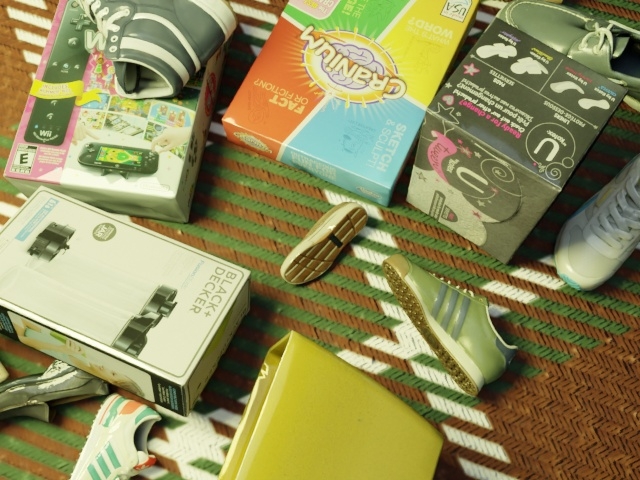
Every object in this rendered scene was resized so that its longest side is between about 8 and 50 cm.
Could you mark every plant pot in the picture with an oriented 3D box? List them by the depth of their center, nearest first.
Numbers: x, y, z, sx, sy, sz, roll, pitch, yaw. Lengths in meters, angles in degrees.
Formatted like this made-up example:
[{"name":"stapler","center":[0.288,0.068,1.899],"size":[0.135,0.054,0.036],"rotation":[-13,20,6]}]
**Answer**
[{"name":"plant pot","center":[0.004,0.238,0.728],"size":[0.187,0.212,0.212],"rotation":[23,73,-4]}]

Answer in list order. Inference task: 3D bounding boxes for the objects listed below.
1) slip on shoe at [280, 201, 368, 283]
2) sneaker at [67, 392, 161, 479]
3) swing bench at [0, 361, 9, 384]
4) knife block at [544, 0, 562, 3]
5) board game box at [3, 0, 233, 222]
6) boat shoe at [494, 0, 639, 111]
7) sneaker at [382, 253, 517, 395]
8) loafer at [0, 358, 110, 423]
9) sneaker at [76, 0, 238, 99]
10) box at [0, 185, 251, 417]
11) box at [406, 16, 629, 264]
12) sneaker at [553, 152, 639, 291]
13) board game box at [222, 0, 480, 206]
[{"name":"slip on shoe","center":[0.000,0.000,0.886],"size":[0.135,0.051,0.041],"rotation":[-46,36,-5]},{"name":"sneaker","center":[-0.233,0.260,0.794],"size":[0.075,0.057,0.161],"rotation":[12,69,11]},{"name":"swing bench","center":[-0.546,0.117,0.776],"size":[0.253,0.165,0.254],"rotation":[-38,66,-11]},{"name":"knife block","center":[0.186,-0.415,0.996],"size":[0.276,0.242,0.088],"rotation":[39,49,-31]},{"name":"board game box","center":[-0.257,-0.191,0.927],"size":[0.224,0.097,0.303],"rotation":[8,71,4]},{"name":"boat shoe","center":[0.388,-0.257,0.929],"size":[0.319,0.099,0.116],"rotation":[29,75,11]},{"name":"sneaker","center":[0.160,0.085,0.844],"size":[0.086,0.064,0.192],"rotation":[-29,73,-16]},{"name":"loafer","center":[-0.332,0.187,0.821],"size":[0.170,0.062,0.061],"rotation":[-26,77,-6]},{"name":"sneaker","center":[-0.260,-0.278,0.854],"size":[0.282,0.099,0.153],"rotation":[27,72,6]},{"name":"box","center":[-0.245,0.065,0.818],"size":[0.290,0.087,0.169],"rotation":[23,53,9]},{"name":"box","center":[0.205,-0.100,0.802],"size":[0.163,0.247,0.142],"rotation":[34,74,12]},{"name":"sneaker","center":[0.373,-0.037,0.859],"size":[0.087,0.092,0.228],"rotation":[39,78,11]},{"name":"board game box","center":[0.047,-0.234,0.948],"size":[0.242,0.064,0.316],"rotation":[23,73,9]}]
